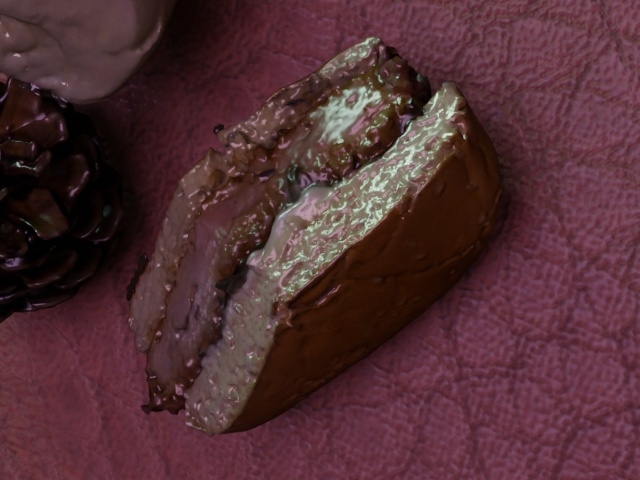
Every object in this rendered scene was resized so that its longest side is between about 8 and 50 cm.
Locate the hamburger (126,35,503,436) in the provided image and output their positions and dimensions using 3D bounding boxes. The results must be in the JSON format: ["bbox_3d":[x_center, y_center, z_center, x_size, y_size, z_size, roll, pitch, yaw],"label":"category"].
[{"bbox_3d":[0.000,0.000,1.193,0.155,0.245,0.282,57,150,36],"label":"hamburger"}]

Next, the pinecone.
[{"bbox_3d":[-0.237,-0.029,1.246,0.184,0.204,0.179,-34,85,-3],"label":"pinecone"}]

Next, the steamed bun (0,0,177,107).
[{"bbox_3d":[-0.220,-0.257,1.207,0.320,0.275,0.206,29,118,2],"label":"steamed bun"}]
